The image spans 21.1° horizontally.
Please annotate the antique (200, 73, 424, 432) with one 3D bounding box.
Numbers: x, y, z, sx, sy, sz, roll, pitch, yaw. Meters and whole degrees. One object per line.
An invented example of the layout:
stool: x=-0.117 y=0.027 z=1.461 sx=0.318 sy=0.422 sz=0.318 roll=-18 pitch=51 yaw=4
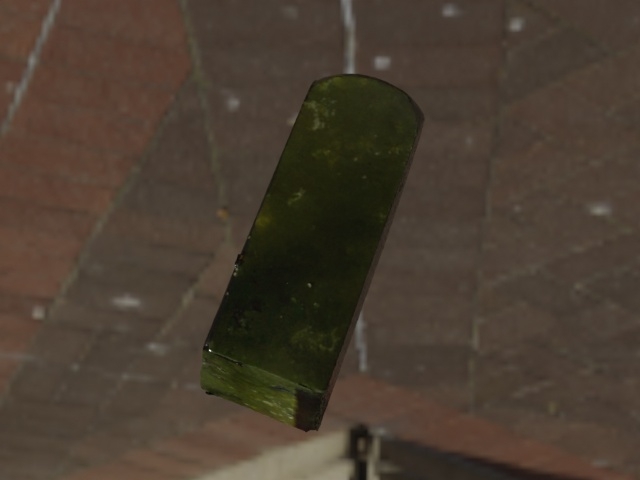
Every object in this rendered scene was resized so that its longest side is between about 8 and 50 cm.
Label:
antique: x=0.000 y=0.000 z=1.083 sx=0.081 sy=0.221 sz=0.080 roll=20 pitch=155 yaw=3
